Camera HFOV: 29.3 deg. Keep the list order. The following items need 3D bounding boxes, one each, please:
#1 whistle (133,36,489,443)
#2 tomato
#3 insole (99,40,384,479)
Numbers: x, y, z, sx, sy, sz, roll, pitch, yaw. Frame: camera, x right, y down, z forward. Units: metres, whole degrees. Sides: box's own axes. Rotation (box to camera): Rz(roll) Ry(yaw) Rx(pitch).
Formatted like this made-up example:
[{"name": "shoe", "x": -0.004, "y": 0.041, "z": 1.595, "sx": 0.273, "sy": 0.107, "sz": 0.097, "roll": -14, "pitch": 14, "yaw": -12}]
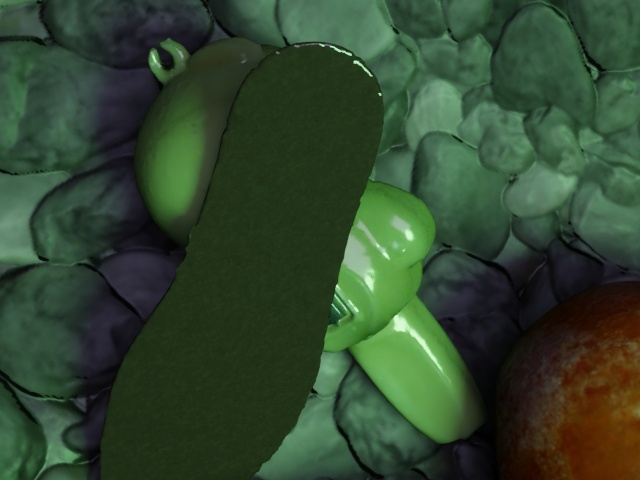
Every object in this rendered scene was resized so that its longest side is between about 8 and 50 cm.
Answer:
[{"name": "whistle", "x": 0.001, "y": -0.007, "z": 0.741, "sx": 0.294, "sy": 0.141, "sz": 0.141, "roll": 45, "pitch": 79, "yaw": -24}, {"name": "tomato", "x": 0.209, "y": 0.124, "z": 0.702, "sx": 0.188, "sy": 0.232, "sz": 0.232, "roll": -31, "pitch": 93, "yaw": 31}, {"name": "insole", "x": -0.044, "y": 0.040, "z": 0.681, "sx": 0.111, "sy": 0.007, "sz": 0.328, "roll": 14, "pitch": 117, "yaw": -15}]
